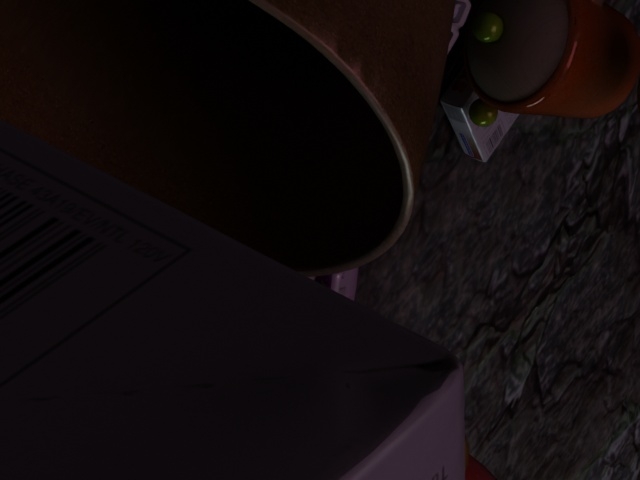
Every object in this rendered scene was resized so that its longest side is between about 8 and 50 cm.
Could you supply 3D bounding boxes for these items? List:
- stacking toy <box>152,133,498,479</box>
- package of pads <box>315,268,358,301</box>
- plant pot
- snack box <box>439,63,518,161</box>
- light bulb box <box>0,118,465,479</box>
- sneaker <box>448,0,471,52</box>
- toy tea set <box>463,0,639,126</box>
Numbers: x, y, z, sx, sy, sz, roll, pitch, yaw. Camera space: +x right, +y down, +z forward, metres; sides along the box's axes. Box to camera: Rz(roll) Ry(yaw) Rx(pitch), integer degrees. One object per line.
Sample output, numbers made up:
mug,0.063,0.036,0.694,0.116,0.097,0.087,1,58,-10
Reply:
stacking toy,-0.007,0.157,1.034,0.350,0.350,0.480,-33,119,-41
package of pads,0.000,0.000,1.123,0.032,0.050,0.083,-21,125,-48
plant pot,-0.025,-0.151,0.866,0.254,0.237,0.237,-65,150,-29
snack box,0.145,-0.141,1.271,0.178,0.022,0.064,-55,143,-19
light bulb box,-0.149,0.161,0.622,0.225,0.358,0.361,-36,139,-34
sneaker,0.088,-0.190,1.109,0.132,0.086,0.229,-6,113,-56
toy tea set,0.192,-0.213,1.153,0.124,0.200,0.336,11,87,-42
